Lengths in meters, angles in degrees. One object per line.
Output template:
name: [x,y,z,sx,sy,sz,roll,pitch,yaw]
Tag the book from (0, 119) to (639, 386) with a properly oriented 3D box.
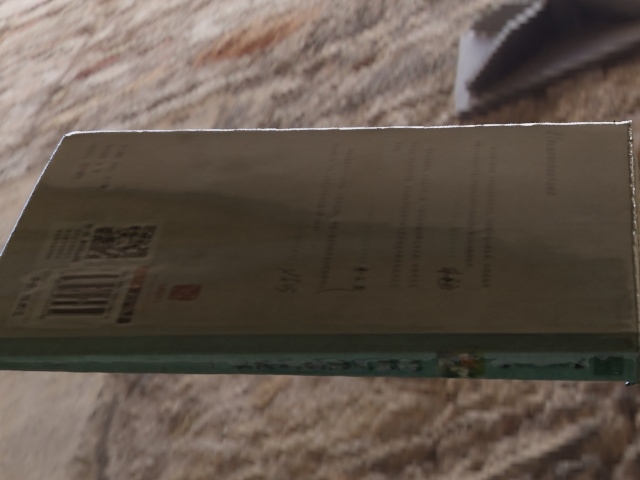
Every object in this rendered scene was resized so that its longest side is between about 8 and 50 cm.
book: [0.000,0.000,0.862,0.282,0.215,0.025,1,-61,9]
